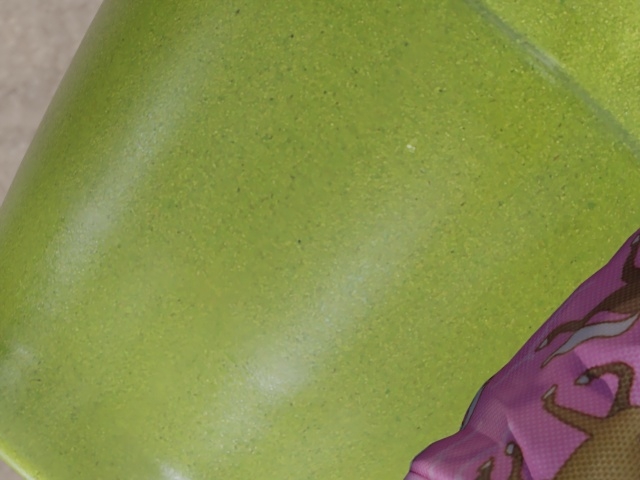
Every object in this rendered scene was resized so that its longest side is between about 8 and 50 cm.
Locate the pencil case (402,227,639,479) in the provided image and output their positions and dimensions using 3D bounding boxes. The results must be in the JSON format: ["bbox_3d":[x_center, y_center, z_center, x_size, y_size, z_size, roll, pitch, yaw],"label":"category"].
[{"bbox_3d":[0.197,0.003,0.579,0.167,0.386,0.160,51,167,-22],"label":"pencil case"}]

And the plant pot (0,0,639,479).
[{"bbox_3d":[0.000,0.000,0.928,0.366,0.353,0.366,37,175,4],"label":"plant pot"}]
